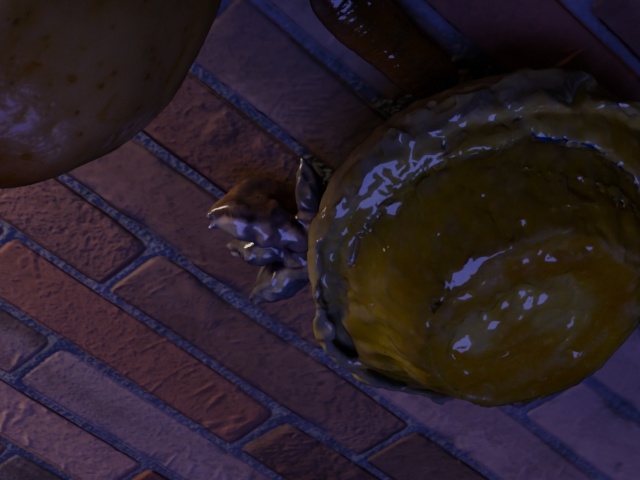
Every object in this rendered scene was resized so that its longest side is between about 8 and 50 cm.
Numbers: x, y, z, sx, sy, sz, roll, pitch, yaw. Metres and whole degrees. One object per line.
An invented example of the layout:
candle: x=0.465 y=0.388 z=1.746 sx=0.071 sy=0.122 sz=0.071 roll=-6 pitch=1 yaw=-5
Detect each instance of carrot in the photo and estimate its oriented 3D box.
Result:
carrot: x=0.057 y=-0.179 z=1.216 sx=0.060 sy=0.060 sz=0.186 roll=-30 pitch=128 yaw=28

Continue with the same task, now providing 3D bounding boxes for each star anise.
star anise: x=0.000 y=0.000 z=1.363 sx=0.236 sy=0.093 sz=0.229 roll=27 pitch=129 yaw=-22

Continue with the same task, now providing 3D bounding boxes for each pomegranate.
pomegranate: x=-0.220 y=-0.233 z=0.970 sx=0.410 sy=0.410 sz=0.410 roll=2 pitch=133 yaw=2

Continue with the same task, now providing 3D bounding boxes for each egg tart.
egg tart: x=0.175 y=0.023 z=1.267 sx=0.387 sy=0.169 sz=0.388 roll=-10 pitch=130 yaw=-12
